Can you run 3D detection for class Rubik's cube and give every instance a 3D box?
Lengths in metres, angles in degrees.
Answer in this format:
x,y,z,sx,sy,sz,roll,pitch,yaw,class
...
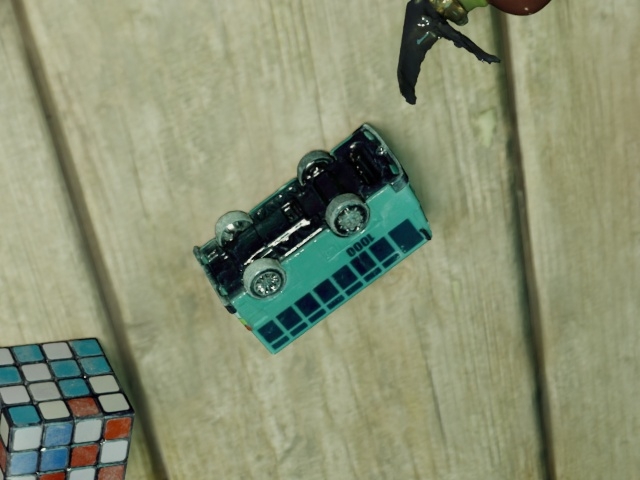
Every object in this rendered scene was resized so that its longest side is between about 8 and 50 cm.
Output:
x,y,z,sx,sy,sz,roll,pitch,yaw,class
-0.195,0.135,1.392,0.092,0.092,0.092,-5,125,-24,Rubik's cube

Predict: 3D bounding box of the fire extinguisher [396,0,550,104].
x,y,z,sx,sy,sz,roll,pitch,yaw,class
0.168,-0.226,1.284,0.344,0.138,0.102,-43,129,6,fire extinguisher

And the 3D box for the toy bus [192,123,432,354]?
x,y,z,sx,sy,sz,roll,pitch,yaw,class
0.000,0.000,1.404,0.160,0.079,0.092,-37,132,3,toy bus
